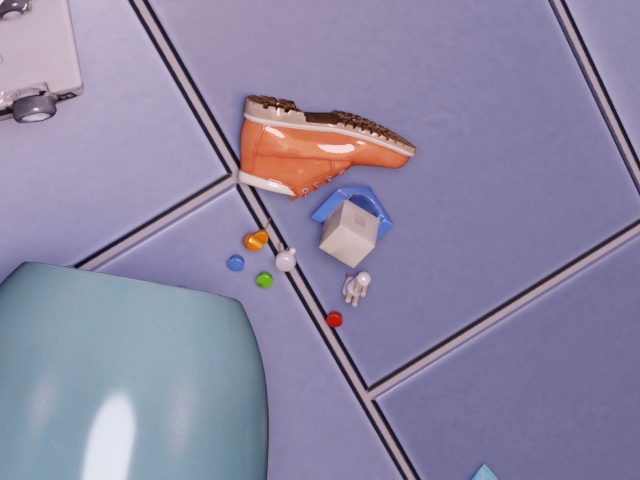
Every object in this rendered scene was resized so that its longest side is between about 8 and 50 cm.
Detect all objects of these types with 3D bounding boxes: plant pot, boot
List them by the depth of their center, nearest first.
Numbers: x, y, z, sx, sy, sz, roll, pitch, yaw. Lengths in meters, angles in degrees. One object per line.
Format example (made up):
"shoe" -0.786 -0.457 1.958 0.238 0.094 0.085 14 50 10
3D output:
"plant pot" -0.173 0.146 1.208 0.293 0.293 0.235 12 85 -17
"boot" 0.004 -0.073 1.315 0.158 0.059 0.084 10 104 -9

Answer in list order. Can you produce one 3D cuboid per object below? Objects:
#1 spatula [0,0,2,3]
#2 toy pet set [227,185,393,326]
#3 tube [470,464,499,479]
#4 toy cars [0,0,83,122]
"spatula" -0.275 -0.288 1.169 0.168 0.019 0.242 36 90 14
"toy pet set" 0.000 0.000 1.339 0.122 0.065 0.114 31 129 -17
"tube" 0.113 0.318 1.444 0.207 0.052 0.080 -45 115 -6
"toy cars" -0.211 -0.217 1.199 0.176 0.087 0.393 38 94 14
